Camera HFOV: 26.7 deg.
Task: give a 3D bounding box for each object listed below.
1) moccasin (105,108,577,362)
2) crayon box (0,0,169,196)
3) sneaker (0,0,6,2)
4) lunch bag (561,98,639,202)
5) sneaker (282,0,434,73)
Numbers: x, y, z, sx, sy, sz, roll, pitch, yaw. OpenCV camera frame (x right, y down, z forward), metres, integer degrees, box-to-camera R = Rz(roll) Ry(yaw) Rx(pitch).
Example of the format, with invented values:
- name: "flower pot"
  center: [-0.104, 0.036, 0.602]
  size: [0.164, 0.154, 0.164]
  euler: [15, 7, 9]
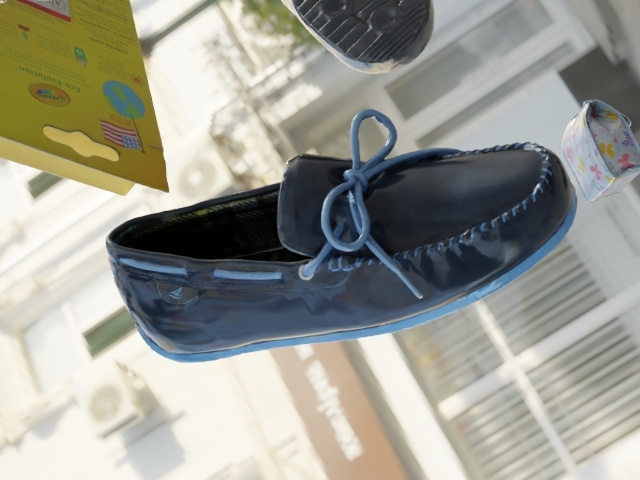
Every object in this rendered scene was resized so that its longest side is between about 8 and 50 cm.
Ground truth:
- name: "moccasin"
  center: [0.000, 0.000, 0.925]
  size: [0.117, 0.342, 0.137]
  euler: [59, -158, -31]
- name: "crayon box"
  center: [-0.277, -0.171, 1.363]
  size: [0.202, 0.081, 0.318]
  euler: [19, -140, -37]
- name: "sneaker"
  center: [-0.136, -0.181, 0.422]
  size: [0.275, 0.107, 0.110]
  euler: [83, -177, -69]
- name: "lunch bag"
  center: [0.272, -0.090, 1.306]
  size: [0.083, 0.053, 0.071]
  euler: [64, 161, 15]
- name: "sneaker"
  center: [0.014, -0.228, 1.134]
  size: [0.319, 0.112, 0.131]
  euler: [59, -178, 38]
